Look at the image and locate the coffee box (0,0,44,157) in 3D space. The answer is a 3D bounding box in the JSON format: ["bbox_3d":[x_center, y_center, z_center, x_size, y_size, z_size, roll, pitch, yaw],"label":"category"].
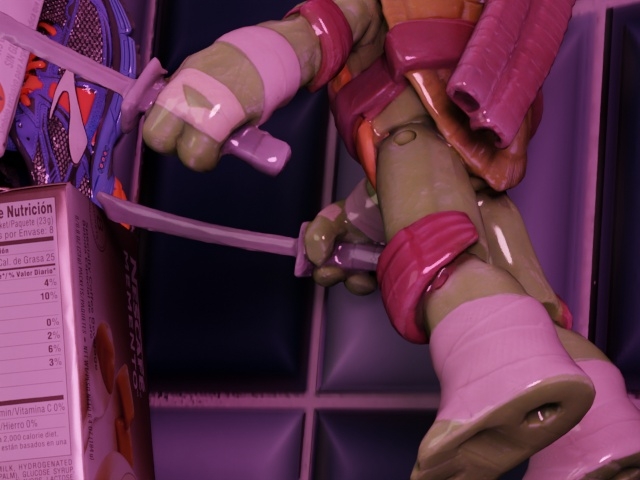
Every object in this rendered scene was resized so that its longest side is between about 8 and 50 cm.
[{"bbox_3d":[-0.365,-0.183,0.961,0.337,0.334,0.338,-33,39,43],"label":"coffee box"}]

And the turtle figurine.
[{"bbox_3d":[0.000,0.000,0.668,0.198,0.274,0.266,96,153,-54],"label":"turtle figurine"}]

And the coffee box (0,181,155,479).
[{"bbox_3d":[-0.139,0.109,0.804,0.098,0.141,0.247,-7,78,5],"label":"coffee box"}]

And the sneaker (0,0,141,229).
[{"bbox_3d":[-0.156,-0.066,0.948,0.083,0.087,0.221,-24,63,44],"label":"sneaker"}]
